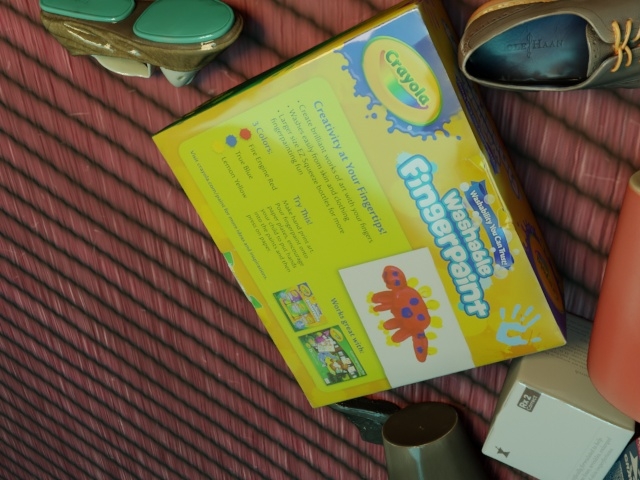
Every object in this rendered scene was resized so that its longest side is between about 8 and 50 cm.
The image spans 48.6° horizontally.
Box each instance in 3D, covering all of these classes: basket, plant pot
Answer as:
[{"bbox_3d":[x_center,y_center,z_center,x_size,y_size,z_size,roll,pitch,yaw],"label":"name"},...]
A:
[{"bbox_3d":[0.191,0.399,1.176,0.227,0.204,0.154,71,166,-16],"label":"basket"},{"bbox_3d":[0.435,0.049,0.774,0.275,0.275,0.243,3,112,26],"label":"plant pot"}]

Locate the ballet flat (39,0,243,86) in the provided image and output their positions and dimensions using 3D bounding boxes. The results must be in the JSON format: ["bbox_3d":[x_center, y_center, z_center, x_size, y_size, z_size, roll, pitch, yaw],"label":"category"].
[{"bbox_3d":[-0.247,-0.283,1.009,0.342,0.116,0.124,12,145,21],"label":"ballet flat"}]

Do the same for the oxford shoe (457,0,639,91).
[{"bbox_3d":[0.323,-0.202,0.730,0.363,0.133,0.130,-4,117,23],"label":"oxford shoe"}]

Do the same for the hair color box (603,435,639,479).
[{"bbox_3d":[0.465,0.308,0.877,0.173,0.105,0.347,-6,152,5],"label":"hair color box"}]

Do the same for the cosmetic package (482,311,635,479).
[{"bbox_3d":[0.331,0.214,0.967,0.151,0.184,0.151,22,128,14],"label":"cosmetic package"}]

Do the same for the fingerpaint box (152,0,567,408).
[{"bbox_3d":[0.065,-0.035,0.930,0.371,0.163,0.445,-21,109,25],"label":"fingerpaint box"}]

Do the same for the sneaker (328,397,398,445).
[{"bbox_3d":[0.078,0.319,1.252,0.170,0.051,0.089,12,121,15],"label":"sneaker"}]
